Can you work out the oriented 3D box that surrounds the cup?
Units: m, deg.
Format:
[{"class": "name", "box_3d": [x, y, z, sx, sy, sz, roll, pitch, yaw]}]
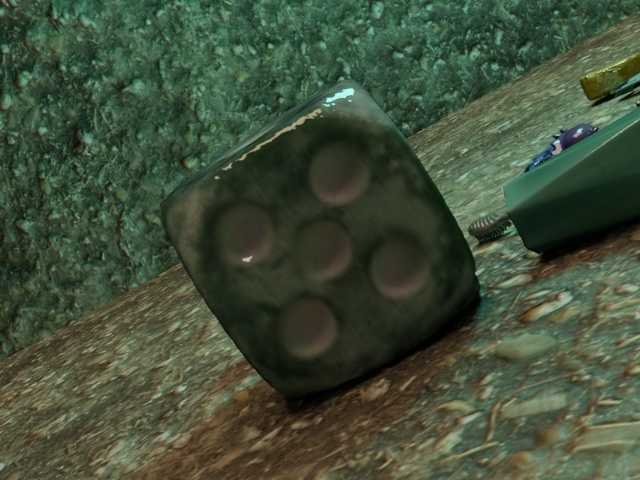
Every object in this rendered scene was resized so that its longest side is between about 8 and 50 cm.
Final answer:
[{"class": "cup", "box_3d": [0.373, -0.071, 1.339, 0.236, 0.148, 0.134, -30, -26, 26]}]

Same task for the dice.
[{"class": "dice", "box_3d": [0.000, 0.000, 1.394, 0.330, 0.348, 0.328, -34, 8, 1]}]

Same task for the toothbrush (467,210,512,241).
[{"class": "toothbrush", "box_3d": [0.396, -0.067, 1.508, 0.414, 0.042, 0.035, -21, 48, 40]}]

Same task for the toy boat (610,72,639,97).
[{"class": "toy boat", "box_3d": [0.725, -0.356, 2.080, 0.292, 0.070, 0.210, -27, 3, 34]}]

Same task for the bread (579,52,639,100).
[{"class": "bread", "box_3d": [0.680, -0.373, 2.309, 0.149, 0.073, 0.122, -22, 5, 28]}]

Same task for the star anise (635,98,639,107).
[{"class": "star anise", "box_3d": [0.677, -0.284, 1.632, 0.332, 0.117, 0.332, -32, 0, 0]}]

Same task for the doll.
[{"class": "doll", "box_3d": [0.439, -0.160, 1.842, 0.110, 0.067, 0.206, -52, 9, -34]}]
